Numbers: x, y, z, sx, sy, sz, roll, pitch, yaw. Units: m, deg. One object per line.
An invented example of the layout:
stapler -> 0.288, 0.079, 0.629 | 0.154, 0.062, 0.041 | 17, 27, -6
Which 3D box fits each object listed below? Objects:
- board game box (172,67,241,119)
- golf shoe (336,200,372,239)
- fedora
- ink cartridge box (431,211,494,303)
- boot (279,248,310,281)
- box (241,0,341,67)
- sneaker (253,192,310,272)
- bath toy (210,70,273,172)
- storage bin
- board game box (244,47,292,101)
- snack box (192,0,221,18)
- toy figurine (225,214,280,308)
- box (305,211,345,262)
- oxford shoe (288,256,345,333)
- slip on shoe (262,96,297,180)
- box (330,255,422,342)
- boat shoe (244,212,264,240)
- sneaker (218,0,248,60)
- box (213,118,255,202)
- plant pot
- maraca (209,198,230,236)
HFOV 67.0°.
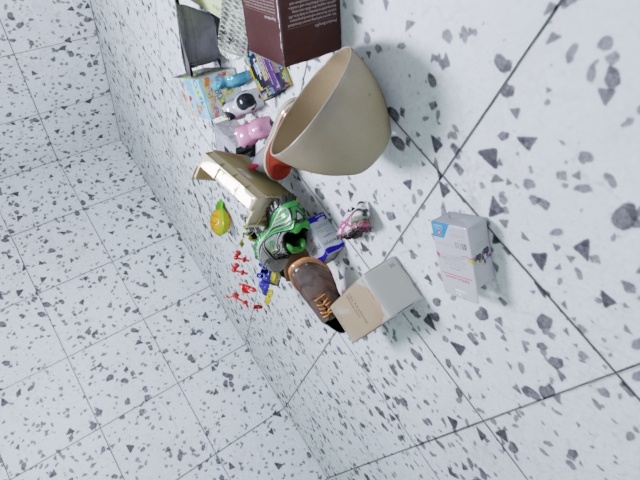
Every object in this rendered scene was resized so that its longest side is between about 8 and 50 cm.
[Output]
board game box -> -0.410, -0.541, 1.764 | 0.275, 0.142, 0.144 | 28, 139, 51
golf shoe -> 0.095, -0.052, 1.389 | 0.186, 0.067, 0.086 | 145, 124, -65
fedora -> -0.407, -0.681, 1.612 | 0.275, 0.124, 0.244 | 133, 127, -73
ink cartridge box -> 0.312, 0.036, 1.051 | 0.104, 0.061, 0.181 | 20, 131, 56
boot -> -0.100, 0.032, 1.764 | 0.112, 0.115, 0.305 | 43, 146, 41
box -> -0.069, -0.533, 1.100 | 0.167, 0.168, 0.203 | 38, 145, 40
sneaker -> -0.126, 0.010, 1.589 | 0.146, 0.134, 0.344 | 57, 150, 25
bath toy -> -0.240, -0.379, 1.618 | 0.151, 0.129, 0.348 | -10, 106, 63
storage bin -> -0.250, -0.172, 1.619 | 0.262, 0.260, 0.123 | 41, 109, 16
board game box -> -0.161, -0.516, 1.431 | 0.141, 0.048, 0.170 | -2, 113, 64
snack box -> -0.355, -0.820, 1.490 | 0.322, 0.060, 0.187 | 43, 149, 36
toy figurine -> -0.223, 0.092, 1.954 | 0.191, 0.363, 0.217 | 10, 176, 15
box -> 0.000, 0.000, 1.592 | 0.137, 0.072, 0.126 | 56, 154, 13
oxford shoe -> 0.012, 0.183, 1.584 | 0.364, 0.130, 0.133 | 53, -175, -47
slip on shoe -> -0.096, -0.280, 1.463 | 0.101, 0.123, 0.331 | 51, 148, 15
box -> 0.153, 0.181, 1.418 | 0.148, 0.121, 0.311 | 56, 154, 13
boat shoe -> -0.281, -0.040, 2.083 | 0.219, 0.070, 0.078 | 43, 148, 35
sneaker -> -0.221, -0.667, 1.338 | 0.146, 0.102, 0.293 | -91, 21, -49
box -> -0.334, -0.313, 1.903 | 0.169, 0.087, 0.290 | 48, 150, 28
plant pot -> 0.046, -0.257, 1.090 | 0.191, 0.284, 0.284 | 33, 164, -22
maraca -> -0.500, -0.113, 2.402 | 0.127, 0.099, 0.186 | -25, 67, 54
